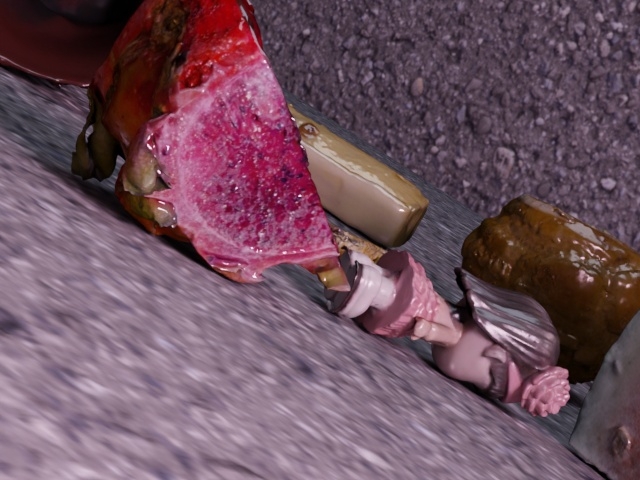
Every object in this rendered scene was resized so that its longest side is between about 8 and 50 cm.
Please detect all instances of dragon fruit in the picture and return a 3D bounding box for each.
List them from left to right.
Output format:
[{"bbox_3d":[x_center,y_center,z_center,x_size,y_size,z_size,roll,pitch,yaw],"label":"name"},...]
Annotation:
[{"bbox_3d":[-0.056,-0.036,0.798,0.102,0.096,0.147,53,-12,48],"label":"dragon fruit"}]

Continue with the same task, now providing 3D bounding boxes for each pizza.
[{"bbox_3d":[0.000,0.001,1.036,0.083,0.025,0.078,25,1,-2],"label":"pizza"}]

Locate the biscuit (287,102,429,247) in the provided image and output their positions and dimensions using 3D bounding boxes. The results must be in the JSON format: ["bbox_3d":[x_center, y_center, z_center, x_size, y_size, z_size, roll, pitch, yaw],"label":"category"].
[{"bbox_3d":[-0.006,-0.060,1.419,0.188,0.052,0.056,32,18,7],"label":"biscuit"}]

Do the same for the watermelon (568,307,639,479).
[{"bbox_3d":[0.257,0.109,0.845,0.262,0.213,0.201,27,21,6],"label":"watermelon"}]

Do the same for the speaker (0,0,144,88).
[{"bbox_3d":[-0.200,-0.177,1.187,0.259,0.198,0.329,-10,1,-15],"label":"speaker"}]

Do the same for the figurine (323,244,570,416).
[{"bbox_3d":[0.066,0.040,0.909,0.129,0.054,0.072,28,11,-22],"label":"figurine"}]

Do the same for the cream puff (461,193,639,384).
[{"bbox_3d":[0.153,0.036,1.171,0.144,0.103,0.126,30,1,-19],"label":"cream puff"}]
